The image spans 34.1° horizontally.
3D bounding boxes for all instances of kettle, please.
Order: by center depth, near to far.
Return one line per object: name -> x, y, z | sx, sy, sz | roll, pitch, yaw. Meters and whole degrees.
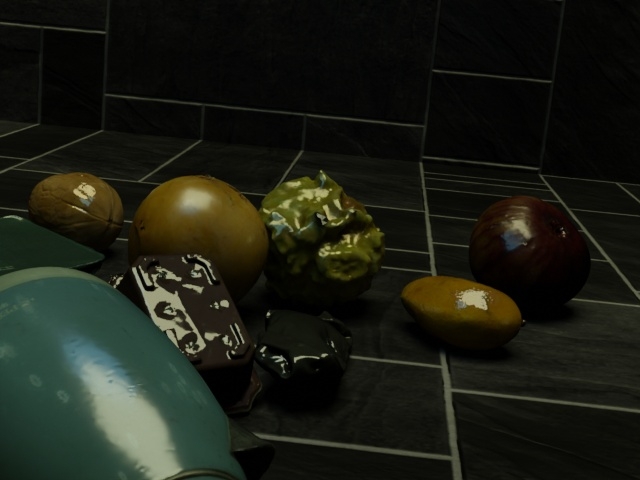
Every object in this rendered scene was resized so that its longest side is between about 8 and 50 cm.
kettle -> -0.220, 0.217, 0.902 | 0.320, 0.247, 0.342 | -35, 39, -20

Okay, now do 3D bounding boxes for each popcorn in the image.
popcorn -> -0.006, -0.003, 1.824 | 0.249, 0.225, 0.249 | -5, 52, 7

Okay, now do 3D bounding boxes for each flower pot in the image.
flower pot -> -0.174, 0.109, 1.352 | 0.179, 0.084, 0.250 | -4, 49, -31

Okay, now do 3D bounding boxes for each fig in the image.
fig -> 0.381, 0.035, 1.935 | 0.235, 0.214, 0.235 | 30, 15, -9

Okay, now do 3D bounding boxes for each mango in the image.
mango -> 0.220, 0.112, 1.702 | 0.147, 0.109, 0.227 | -10, 19, -43

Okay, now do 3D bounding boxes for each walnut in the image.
walnut -> -0.475, -0.054, 2.042 | 0.197, 0.165, 0.165 | 6, 11, 40

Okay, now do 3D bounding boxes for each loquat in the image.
loquat -> -0.199, 0.009, 1.708 | 0.235, 0.234, 0.235 | 5, 13, -1

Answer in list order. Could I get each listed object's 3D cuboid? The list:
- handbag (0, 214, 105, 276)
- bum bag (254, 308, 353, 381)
handbag -> -0.533, 0.043, 1.752 | 0.239, 0.089, 0.327 | -7, 19, -42
bum bag -> -0.028, 0.154, 1.493 | 0.142, 0.079, 0.326 | 16, 6, 4
